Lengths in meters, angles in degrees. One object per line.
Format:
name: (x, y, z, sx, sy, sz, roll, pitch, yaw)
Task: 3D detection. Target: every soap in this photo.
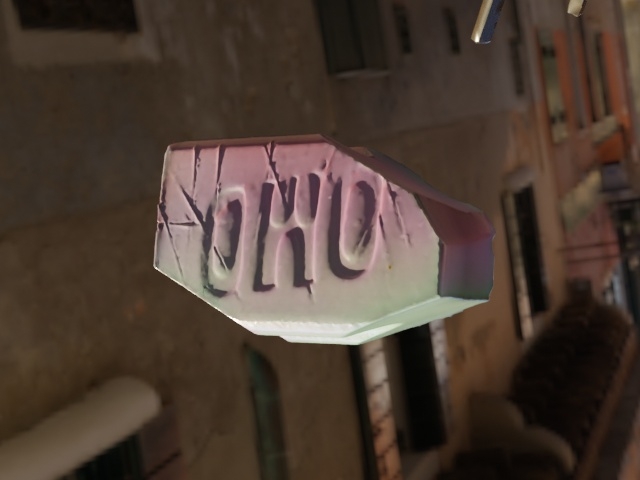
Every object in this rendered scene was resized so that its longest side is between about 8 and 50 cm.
soap: (0.000, 0.000, 1.334, 0.324, 0.193, 0.109, 1, 173, 32)

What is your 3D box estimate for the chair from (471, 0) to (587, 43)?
chair: (0.166, -0.330, 1.069, 0.160, 0.319, 0.186, -22, -126, -38)
